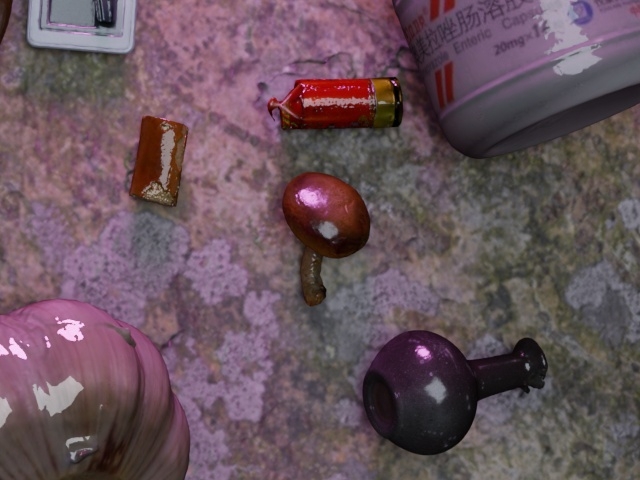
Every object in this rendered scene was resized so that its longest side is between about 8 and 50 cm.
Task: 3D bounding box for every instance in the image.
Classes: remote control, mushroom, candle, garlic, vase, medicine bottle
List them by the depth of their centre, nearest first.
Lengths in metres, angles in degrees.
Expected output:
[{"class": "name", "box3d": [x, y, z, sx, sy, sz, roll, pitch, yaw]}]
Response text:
[{"class": "garlic", "box3d": [-0.263, 0.190, 1.657, 0.241, 0.322, 0.322, 29, 80, 17]}, {"class": "medicine bottle", "box3d": [0.185, -0.255, 1.801, 0.245, 0.245, 0.306, -19, 83, -13]}, {"class": "remote control", "box3d": [-0.220, -0.325, 1.818, 0.103, 0.051, 0.293, 4, 89, -11]}, {"class": "mushroom", "box3d": [0.008, -0.002, 1.835, 0.088, 0.073, 0.129, 0, 89, -46]}, {"class": "vase", "box3d": [0.135, 0.138, 1.837, 0.183, 0.120, 0.120, -10, 88, -27]}, {"class": "candle", "box3d": [0.013, -0.132, 1.854, 0.131, 0.052, 0.052, -4, 87, -12]}]

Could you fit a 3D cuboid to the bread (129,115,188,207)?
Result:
[{"class": "bread", "box3d": [-0.153, -0.075, 1.822, 0.047, 0.036, 0.083, 10, 86, -3]}]

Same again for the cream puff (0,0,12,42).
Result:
[{"class": "cream puff", "box3d": [-0.351, -0.207, 1.731, 0.115, 0.150, 0.165, 29, 118, 10]}]
